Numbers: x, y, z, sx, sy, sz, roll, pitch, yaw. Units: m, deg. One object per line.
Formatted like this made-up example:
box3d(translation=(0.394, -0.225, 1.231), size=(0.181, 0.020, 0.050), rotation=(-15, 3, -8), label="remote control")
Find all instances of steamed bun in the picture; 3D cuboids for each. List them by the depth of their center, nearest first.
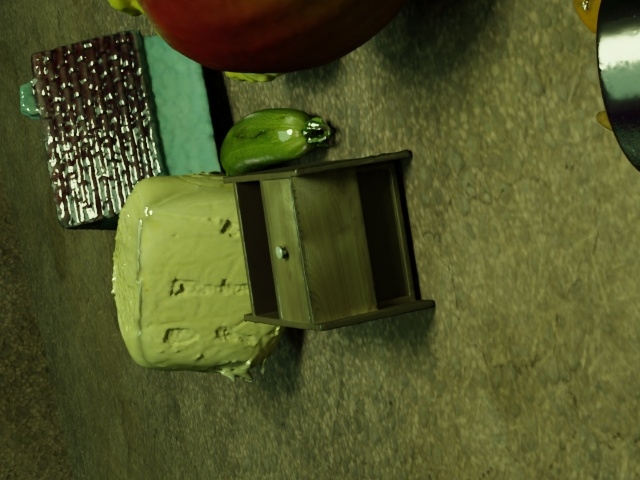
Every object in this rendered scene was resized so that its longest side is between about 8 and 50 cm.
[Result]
box3d(translation=(-0.153, 0.040, 1.722), size=(0.166, 0.232, 0.273), rotation=(-134, 42, -63), label="steamed bun")

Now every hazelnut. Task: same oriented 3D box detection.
box3d(translation=(-0.047, -0.360, 1.241), size=(0.359, 0.359, 0.409), rotation=(145, 117, -63), label="hazelnut")

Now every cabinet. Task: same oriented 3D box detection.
box3d(translation=(0.000, 0.000, 1.470), size=(0.215, 0.148, 0.175), rotation=(0, 100, 64), label="cabinet")

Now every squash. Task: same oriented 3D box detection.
box3d(translation=(-0.075, -0.122, 1.669), size=(0.318, 0.071, 0.080), rotation=(-18, 92, 66), label="squash")

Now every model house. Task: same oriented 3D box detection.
box3d(translation=(-0.286, -0.128, 1.859), size=(0.230, 0.248, 0.281), rotation=(131, 129, -73), label="model house")

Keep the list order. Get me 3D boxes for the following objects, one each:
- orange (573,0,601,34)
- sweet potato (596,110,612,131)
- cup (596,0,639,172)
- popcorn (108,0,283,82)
box3d(translation=(0.228, -0.192, 1.010), size=(0.086, 0.062, 0.086), rotation=(41, 138, 51), label="orange")
box3d(translation=(0.259, -0.080, 1.035), size=(0.115, 0.026, 0.026), rotation=(44, 138, 45), label="sweet potato")
box3d(translation=(0.279, -0.076, 0.765), size=(0.177, 0.166, 0.239), rotation=(-6, 108, 39), label="cup")
box3d(translation=(-0.117, -0.286, 1.534), size=(0.286, 0.174, 0.225), rotation=(23, 165, 34), label="popcorn")
